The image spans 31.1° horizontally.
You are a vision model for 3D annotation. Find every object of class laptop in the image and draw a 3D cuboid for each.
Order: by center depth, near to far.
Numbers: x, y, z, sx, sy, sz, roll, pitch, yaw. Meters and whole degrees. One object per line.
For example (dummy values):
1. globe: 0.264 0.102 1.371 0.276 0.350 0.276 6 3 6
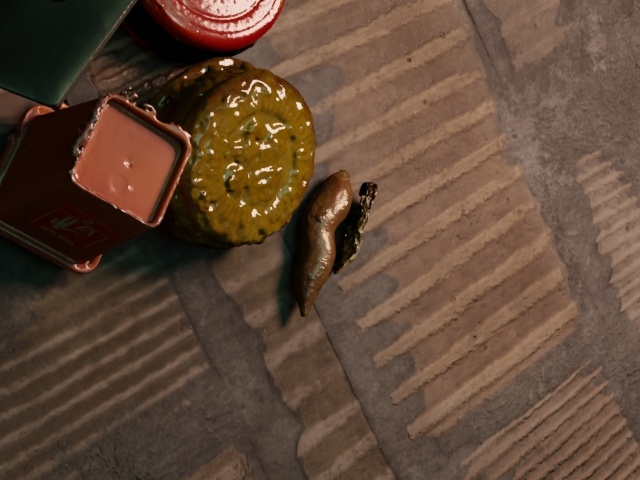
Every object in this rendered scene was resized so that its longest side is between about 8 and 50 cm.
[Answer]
1. laptop: -0.293 -0.278 1.313 0.269 0.187 0.015 -59 151 -18

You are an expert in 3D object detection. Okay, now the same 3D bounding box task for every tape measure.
1. tape measure: -0.151 -0.355 1.460 0.253 0.114 0.260 -14 91 -34

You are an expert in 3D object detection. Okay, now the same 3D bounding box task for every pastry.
1. pastry: -0.105 -0.099 1.423 0.240 0.132 0.235 -49 127 -17

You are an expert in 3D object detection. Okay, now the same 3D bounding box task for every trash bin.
1. trash bin: -0.252 -0.081 1.279 0.161 0.238 0.184 32 65 -28

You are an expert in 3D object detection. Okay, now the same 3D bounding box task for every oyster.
1. oyster: 0.049 -0.021 1.586 0.029 0.086 0.132 20 58 4

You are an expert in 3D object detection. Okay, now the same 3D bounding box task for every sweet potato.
1. sweet potato: -0.003 -0.002 1.555 0.065 0.051 0.218 26 70 -24
